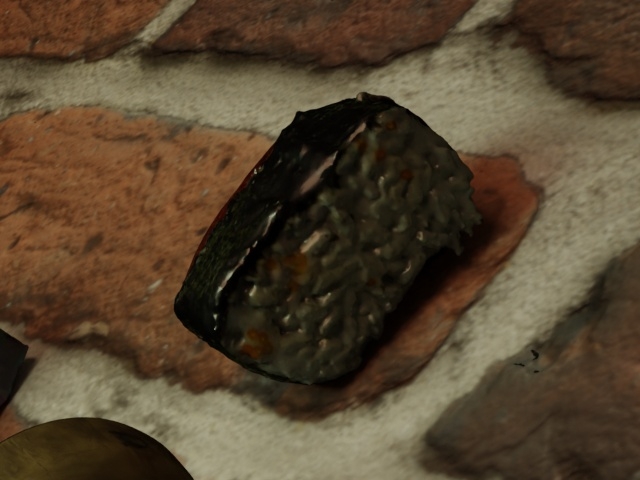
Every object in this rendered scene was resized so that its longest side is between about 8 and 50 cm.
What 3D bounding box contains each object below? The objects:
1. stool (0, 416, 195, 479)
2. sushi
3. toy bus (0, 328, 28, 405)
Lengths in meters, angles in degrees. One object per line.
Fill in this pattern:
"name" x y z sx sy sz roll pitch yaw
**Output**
"stool" -0.111 0.233 1.082 0.179 0.179 0.264 -42 30 -6
"sushi" 0.000 0.000 1.331 0.225 0.136 0.126 -45 21 -2
"toy bus" -0.383 0.065 1.498 0.112 0.317 0.138 -5 58 41
